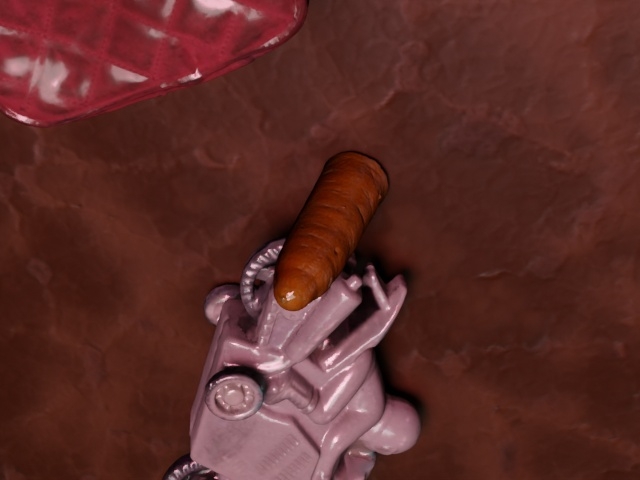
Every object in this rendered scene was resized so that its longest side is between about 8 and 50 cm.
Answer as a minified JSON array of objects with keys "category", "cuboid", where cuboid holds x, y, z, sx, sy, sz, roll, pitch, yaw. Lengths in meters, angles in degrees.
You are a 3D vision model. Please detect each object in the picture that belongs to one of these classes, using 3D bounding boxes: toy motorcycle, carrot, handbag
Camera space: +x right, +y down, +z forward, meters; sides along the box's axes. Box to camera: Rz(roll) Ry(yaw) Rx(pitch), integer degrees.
[{"category":"toy motorcycle","cuboid":[-0.009,0.114,1.007,0.171,0.110,0.260,14,119,-15]},{"category":"carrot","cuboid":[0.000,0.000,0.900,0.048,0.139,0.048,13,130,15]},{"category":"handbag","cuboid":[-0.106,-0.164,0.824,0.225,0.135,0.146,-17,116,18]}]
